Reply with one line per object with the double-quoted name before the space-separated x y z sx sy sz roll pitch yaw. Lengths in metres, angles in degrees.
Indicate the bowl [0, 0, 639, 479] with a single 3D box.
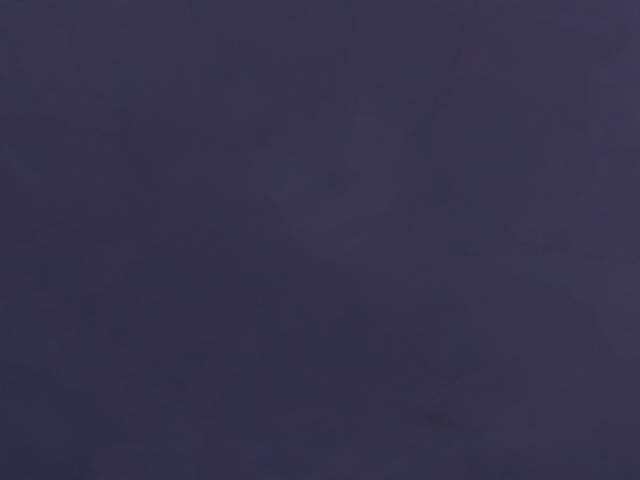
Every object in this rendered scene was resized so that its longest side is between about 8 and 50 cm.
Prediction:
"bowl" 0.000 0.000 0.368 0.391 0.077 0.391 2 124 2
